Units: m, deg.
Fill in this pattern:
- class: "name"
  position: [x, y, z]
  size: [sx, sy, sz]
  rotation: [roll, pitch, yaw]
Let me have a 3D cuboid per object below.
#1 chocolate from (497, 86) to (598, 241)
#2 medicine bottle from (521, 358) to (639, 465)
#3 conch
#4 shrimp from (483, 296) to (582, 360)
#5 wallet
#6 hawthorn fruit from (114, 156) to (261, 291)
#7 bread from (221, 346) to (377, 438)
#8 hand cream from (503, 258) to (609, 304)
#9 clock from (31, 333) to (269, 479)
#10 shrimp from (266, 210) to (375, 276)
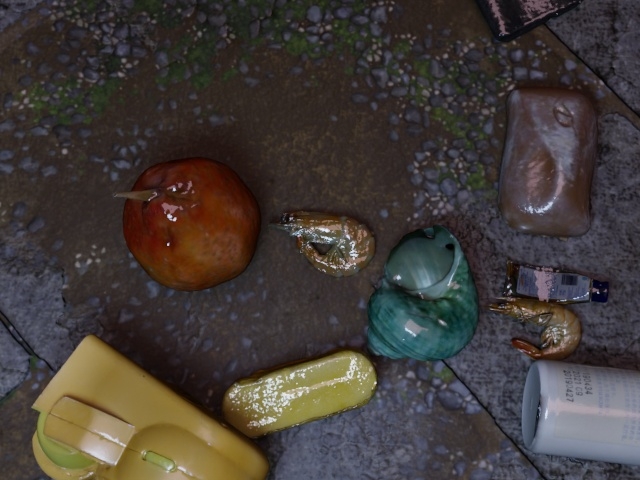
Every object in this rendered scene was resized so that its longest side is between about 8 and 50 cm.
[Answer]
- class: "chocolate"
  position: [0.374, -0.135, 1.465]
  size: [0.161, 0.083, 0.261]
  rotation: [4, 78, 3]
- class: "medicine bottle"
  position: [0.438, 0.259, 1.341]
  size: [0.258, 0.143, 0.143]
  rotation: [7, 77, 3]
- class: "conch"
  position: [0.151, 0.102, 1.392]
  size: [0.202, 0.134, 0.196]
  rotation: [-30, 47, -3]
- class: "shrimp"
  position: [0.331, 0.140, 1.430]
  size: [0.162, 0.045, 0.095]
  rotation: [12, 99, -1]
- class: "wallet"
  position: [0.309, -0.510, 1.574]
  size: [0.170, 0.044, 0.321]
  rotation: [-26, 81, -4]
- class: "hawthorn fruit"
  position: [-0.208, -0.032, 1.354]
  size: [0.210, 0.262, 0.210]
  rotation: [-4, 77, 19]
- class: "bread"
  position: [-0.030, 0.233, 1.381]
  size: [0.245, 0.094, 0.102]
  rotation: [-17, 87, -3]
- class: "hand cream"
  position: [0.375, 0.071, 1.444]
  size: [0.163, 0.039, 0.062]
  rotation: [8, 79, 9]
- class: "clock"
  position: [-0.223, 0.297, 1.270]
  size: [0.317, 0.244, 0.200]
  rotation: [22, 74, 19]
- class: "shrimp"
  position: [0.000, 0.000, 1.466]
  size: [0.180, 0.041, 0.099]
  rotation: [15, 92, 3]
